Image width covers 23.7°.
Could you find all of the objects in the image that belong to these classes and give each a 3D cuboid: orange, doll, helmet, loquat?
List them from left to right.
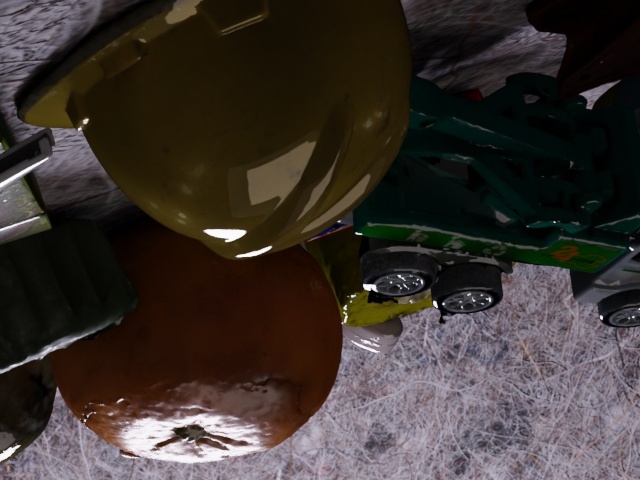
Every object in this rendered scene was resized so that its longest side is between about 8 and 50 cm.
[{"bbox_3d":[-0.395,0.171,1.645,0.227,0.179,0.179,-14,173,-12],"label":"loquat"},{"bbox_3d":[-0.119,0.091,1.466,0.284,0.226,0.284,-3,154,-1],"label":"orange"},{"bbox_3d":[-0.043,-0.063,0.889,0.257,0.140,0.205,-27,170,36],"label":"helmet"},{"bbox_3d":[0.006,0.067,1.634,0.160,0.161,0.059,5,145,-15],"label":"doll"}]

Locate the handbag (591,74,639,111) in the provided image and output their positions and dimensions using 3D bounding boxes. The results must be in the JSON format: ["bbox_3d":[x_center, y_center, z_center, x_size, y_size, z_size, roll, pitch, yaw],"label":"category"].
[{"bbox_3d":[0.413,-0.122,1.369,0.263,0.222,0.241,-17,169,-30],"label":"handbag"}]

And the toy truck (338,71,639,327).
[{"bbox_3d":[0.166,-0.040,1.205,0.363,0.176,0.178,11,151,-27],"label":"toy truck"}]

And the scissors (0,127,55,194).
[{"bbox_3d":[-0.198,-0.025,0.846,0.085,0.022,0.176,-13,172,-45],"label":"scissors"}]

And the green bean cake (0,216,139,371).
[{"bbox_3d":[-0.294,0.068,1.282,0.223,0.124,0.227,-26,173,33],"label":"green bean cake"}]

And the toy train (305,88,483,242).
[{"bbox_3d":[0.059,-0.068,1.369,0.204,0.082,0.131,-21,171,8],"label":"toy train"}]

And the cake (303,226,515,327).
[{"bbox_3d":[0.114,-0.020,1.561,0.261,0.156,0.179,-19,164,-11],"label":"cake"}]

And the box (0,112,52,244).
[{"bbox_3d":[-0.268,-0.021,0.960,0.173,0.043,0.311,-19,174,-8],"label":"box"}]

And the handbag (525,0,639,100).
[{"bbox_3d":[0.305,-0.195,1.063,0.260,0.084,0.275,-14,171,-24],"label":"handbag"}]
